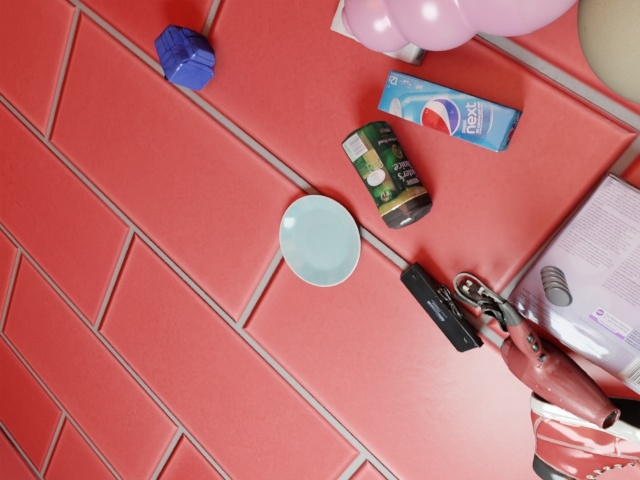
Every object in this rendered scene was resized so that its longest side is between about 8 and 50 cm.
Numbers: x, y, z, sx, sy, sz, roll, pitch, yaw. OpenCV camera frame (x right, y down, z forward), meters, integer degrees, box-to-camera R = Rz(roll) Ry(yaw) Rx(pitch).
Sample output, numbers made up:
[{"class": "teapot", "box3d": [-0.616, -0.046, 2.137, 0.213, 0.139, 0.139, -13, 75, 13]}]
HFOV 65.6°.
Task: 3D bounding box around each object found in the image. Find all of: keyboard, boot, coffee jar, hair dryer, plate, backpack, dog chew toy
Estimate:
[{"class": "keyboard", "box3d": [0.216, 0.115, 0.874, 0.180, 0.023, 0.108, 51, 159, 10]}, {"class": "boot", "box3d": [0.457, 0.338, 0.770, 0.245, 0.088, 0.176, 2, 103, 39]}, {"class": "coffee jar", "box3d": [0.118, -0.111, 0.858, 0.079, 0.096, 0.184, -31, 85, 35]}, {"class": "hair dryer", "box3d": [0.305, 0.167, 0.743, 0.294, 0.224, 0.080, 41, 95, 15]}, {"class": "plate", "box3d": [0.000, 0.000, 0.998, 0.188, 0.024, 0.188, 8, 105, 30]}, {"class": "backpack", "box3d": [-0.278, -0.389, 1.033, 0.101, 0.098, 0.120, -37, 69, 23]}, {"class": "dog chew toy", "box3d": [0.176, -0.356, 0.666, 0.332, 0.207, 0.206, -8, 98, 35]}]

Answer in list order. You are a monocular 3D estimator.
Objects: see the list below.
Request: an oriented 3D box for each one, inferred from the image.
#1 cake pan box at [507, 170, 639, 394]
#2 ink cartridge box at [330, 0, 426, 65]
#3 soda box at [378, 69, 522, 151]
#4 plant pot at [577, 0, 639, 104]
[{"class": "cake pan box", "box3d": [0.456, 0.070, 0.716, 0.267, 0.070, 0.245, 36, 120, 19]}, {"class": "ink cartridge box", "box3d": [0.116, -0.393, 0.832, 0.179, 0.045, 0.145, 36, 118, 29]}, {"class": "soda box", "box3d": [0.204, -0.209, 0.797, 0.210, 0.071, 0.067, 26, 114, 23]}, {"class": "plant pot", "box3d": [0.443, -0.295, 0.563, 0.284, 0.191, 0.283, 7, 104, 30]}]
